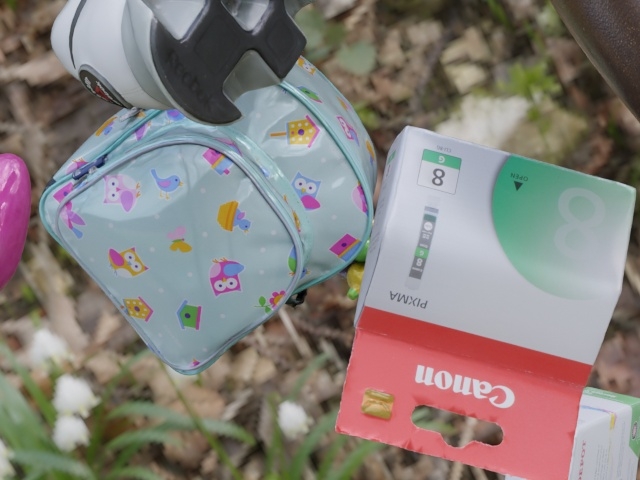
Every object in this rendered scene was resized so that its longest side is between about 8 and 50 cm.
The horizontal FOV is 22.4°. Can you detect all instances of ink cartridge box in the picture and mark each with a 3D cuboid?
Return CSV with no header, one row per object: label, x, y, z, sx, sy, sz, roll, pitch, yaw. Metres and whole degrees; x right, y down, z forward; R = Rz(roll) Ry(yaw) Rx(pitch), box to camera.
ink cartridge box,0.119,0.046,1.159,0.056,0.181,0.225,122,161,-68
ink cartridge box,0.314,0.278,1.998,0.093,0.154,0.212,12,12,31

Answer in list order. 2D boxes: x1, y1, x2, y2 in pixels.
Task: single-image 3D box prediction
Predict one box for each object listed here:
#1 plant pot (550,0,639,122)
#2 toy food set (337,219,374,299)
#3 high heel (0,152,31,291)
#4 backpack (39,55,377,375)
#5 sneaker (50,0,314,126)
plant pot,0.261,-0.140,1.027,0.215,0.215,0.230,-22,66,12
toy food set,0.000,0.000,1.749,0.071,0.218,0.128,-41,-16,-23
high heel,-0.312,0.026,1.300,0.244,0.082,0.117,-58,-10,-12
backpack,-0.060,-0.025,0.991,0.188,0.166,0.144,-37,11,11
sneaker,-0.031,-0.206,0.869,0.146,0.122,0.330,11,55,48
